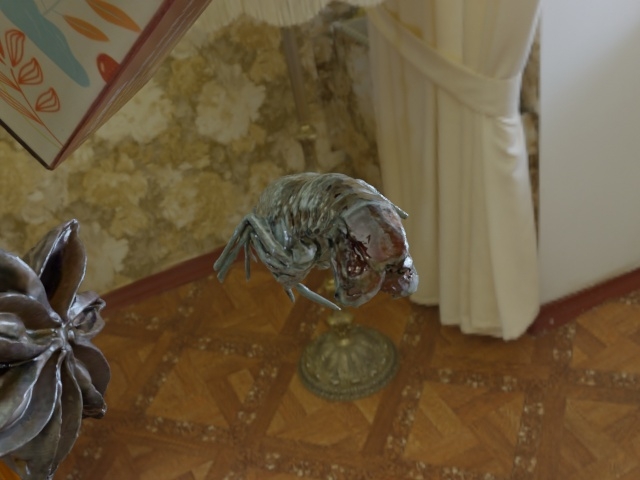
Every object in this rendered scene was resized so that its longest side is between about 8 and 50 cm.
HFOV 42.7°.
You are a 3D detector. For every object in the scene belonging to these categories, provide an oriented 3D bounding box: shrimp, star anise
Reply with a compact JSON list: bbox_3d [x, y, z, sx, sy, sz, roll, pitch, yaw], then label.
[{"bbox_3d":[-0.002,-0.004,0.872,0.221,0.166,0.410,-13,-5,-15],"label":"shrimp"},{"bbox_3d":[-0.207,0.086,0.584,0.073,0.197,0.212,-5,3,9],"label":"star anise"}]

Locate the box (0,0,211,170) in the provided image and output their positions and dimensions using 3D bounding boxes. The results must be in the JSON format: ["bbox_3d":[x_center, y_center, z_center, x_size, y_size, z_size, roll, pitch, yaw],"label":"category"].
[{"bbox_3d":[-0.185,-0.242,0.402,0.122,0.344,0.385,-50,14,-27],"label":"box"}]
